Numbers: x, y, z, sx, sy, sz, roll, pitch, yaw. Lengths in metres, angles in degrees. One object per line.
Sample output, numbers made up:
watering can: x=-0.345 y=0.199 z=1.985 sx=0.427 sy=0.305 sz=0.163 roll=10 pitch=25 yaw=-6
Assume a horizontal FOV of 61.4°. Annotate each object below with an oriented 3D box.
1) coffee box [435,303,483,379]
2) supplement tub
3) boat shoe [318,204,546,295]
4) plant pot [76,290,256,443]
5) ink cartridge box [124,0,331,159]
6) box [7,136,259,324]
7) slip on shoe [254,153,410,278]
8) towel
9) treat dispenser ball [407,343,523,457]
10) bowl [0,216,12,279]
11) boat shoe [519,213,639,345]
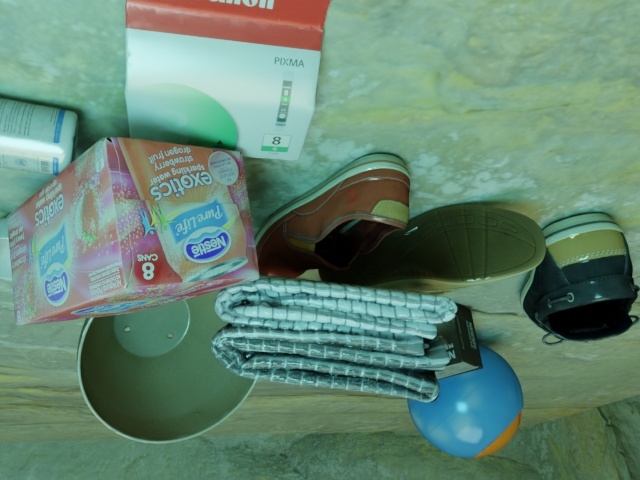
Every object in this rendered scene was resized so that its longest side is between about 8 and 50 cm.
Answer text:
coffee box: x=0.223 y=0.247 z=1.221 sx=0.247 sy=0.141 sz=0.098 roll=-25 pitch=146 yaw=33
supplement tub: x=-0.309 y=-0.107 z=0.551 sx=0.107 sy=0.071 sz=0.071 roll=8 pitch=149 yaw=-21
boat shoe: x=0.170 y=0.027 z=0.842 sx=0.341 sy=0.121 sz=0.110 roll=-6 pitch=158 yaw=24
plant pot: x=-0.256 y=0.156 z=0.892 sx=0.284 sy=0.284 sz=0.191 roll=13 pitch=-178 yaw=-30
ink cartridge box: x=-0.088 y=-0.164 z=0.502 sx=0.181 sy=0.056 sz=0.224 roll=2 pitch=153 yaw=-13
box: x=-0.224 y=0.004 z=0.605 sx=0.300 sy=0.142 sz=0.154 roll=-17 pitch=169 yaw=43
slip on shoe: x=0.000 y=0.000 z=0.770 sx=0.123 sy=0.101 sz=0.331 roll=15 pitch=147 yaw=-36
towel: x=0.015 y=0.115 z=0.702 sx=0.284 sy=0.121 sz=0.235 roll=6 pitch=177 yaw=0
treat dispenser ball: x=0.368 y=0.404 z=1.383 sx=0.288 sy=0.288 sz=0.288 roll=-4 pitch=152 yaw=-2
bowl: x=-0.402 y=0.013 z=0.776 sx=0.142 sy=0.053 sz=0.142 roll=8 pitch=149 yaw=-24
boat shoe: x=0.490 y=0.123 z=1.024 sx=0.187 sy=0.155 sz=0.500 roll=-15 pitch=152 yaw=13
